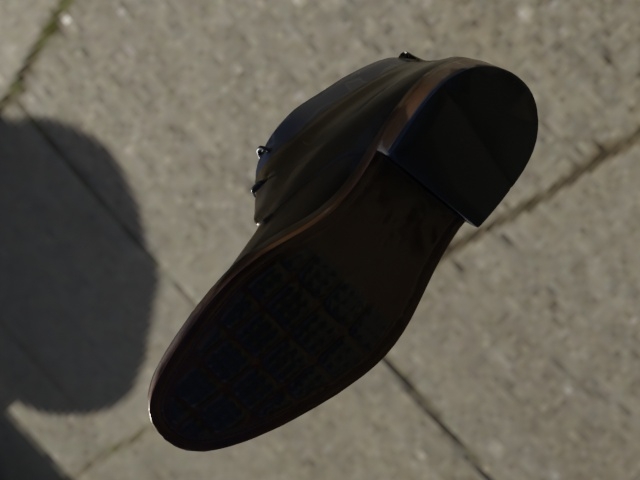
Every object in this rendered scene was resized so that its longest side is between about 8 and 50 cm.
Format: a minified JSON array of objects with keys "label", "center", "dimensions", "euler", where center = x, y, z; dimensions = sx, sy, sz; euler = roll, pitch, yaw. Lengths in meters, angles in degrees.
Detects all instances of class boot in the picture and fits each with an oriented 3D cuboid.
[{"label":"boot","center":[0.000,0.000,0.874],"dimensions":[0.082,0.219,0.106],"euler":[46,179,-23]}]
